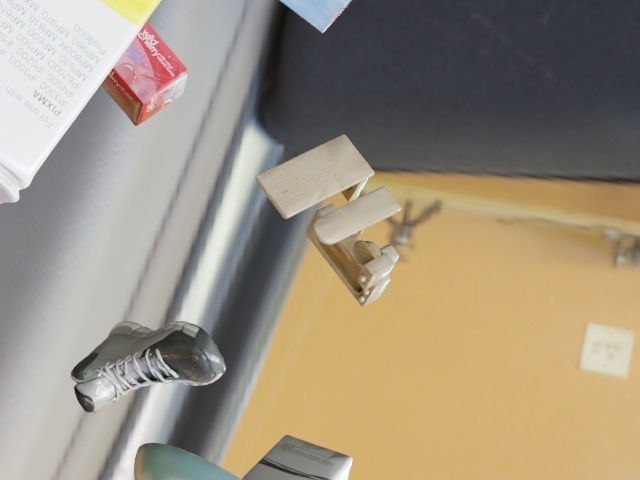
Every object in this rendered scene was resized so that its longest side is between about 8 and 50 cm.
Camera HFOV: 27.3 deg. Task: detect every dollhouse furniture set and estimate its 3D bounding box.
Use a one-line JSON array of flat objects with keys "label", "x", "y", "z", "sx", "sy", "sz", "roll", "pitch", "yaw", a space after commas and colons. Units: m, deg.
[{"label": "dollhouse furniture set", "x": 0.000, "y": 0.000, "z": 1.459, "sx": 0.123, "sy": 0.144, "sz": 0.151, "roll": -27, "pitch": 161, "yaw": -31}]

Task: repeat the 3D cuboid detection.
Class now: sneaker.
[{"label": "sneaker", "x": -0.216, "y": 0.161, "z": 1.547, "sx": 0.132, "sy": 0.086, "sz": 0.229, "roll": -38, "pitch": -160, "yaw": -33}]

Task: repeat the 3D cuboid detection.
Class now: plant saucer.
[{"label": "plant saucer", "x": -0.088, "y": 0.341, "z": 1.472, "sx": 0.318, "sy": 0.043, "sz": 0.317, "roll": 29, "pitch": 153, "yaw": 17}]

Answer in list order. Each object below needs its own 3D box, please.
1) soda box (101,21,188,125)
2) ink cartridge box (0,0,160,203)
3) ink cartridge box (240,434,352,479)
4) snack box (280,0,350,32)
[{"label": "soda box", "x": -0.306, "y": -0.296, "z": 1.875, "sx": 0.263, "sy": 0.092, "sz": 0.083, "roll": 49, "pitch": 156, "yaw": 6}, {"label": "ink cartridge box", "x": -0.230, "y": -0.225, "z": 1.050, "sx": 0.160, "sy": 0.384, "sz": 0.279, "roll": 41, "pitch": 159, "yaw": -24}, {"label": "ink cartridge box", "x": -0.062, "y": 0.411, "z": 1.817, "sx": 0.114, "sy": 0.196, "sz": 0.273, "roll": 17, "pitch": -164, "yaw": 13}, {"label": "snack box", "x": -0.040, "y": -0.325, "z": 1.350, "sx": 0.174, "sy": 0.070, "sz": 0.207, "roll": 34, "pitch": -153, "yaw": -18}]
